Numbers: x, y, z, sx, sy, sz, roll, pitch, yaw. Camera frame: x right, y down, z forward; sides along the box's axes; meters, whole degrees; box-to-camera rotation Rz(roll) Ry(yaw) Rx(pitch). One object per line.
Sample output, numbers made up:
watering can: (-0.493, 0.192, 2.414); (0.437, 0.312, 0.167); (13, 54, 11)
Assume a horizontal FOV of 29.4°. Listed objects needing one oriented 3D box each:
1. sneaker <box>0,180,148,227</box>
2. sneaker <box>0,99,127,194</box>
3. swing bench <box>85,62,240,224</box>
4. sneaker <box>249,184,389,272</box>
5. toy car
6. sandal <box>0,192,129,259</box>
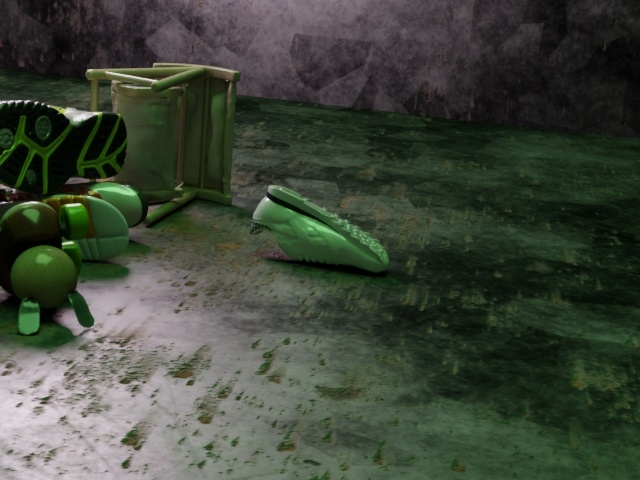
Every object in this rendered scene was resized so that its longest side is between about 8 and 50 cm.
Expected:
sneaker: (-0.427, -0.046, 1.979); (0.270, 0.090, 0.145); (6, 16, 17)
sneaker: (-0.459, -0.148, 1.922); (0.147, 0.145, 0.384); (6, 2, 22)
swing bench: (-0.283, -0.183, 2.199); (0.165, 0.253, 0.254); (14, 18, 30)
sneaker: (0.000, 0.000, 1.966); (0.235, 0.095, 0.090); (29, 7, 13)
toy car: (-0.376, 0.055, 1.636); (0.155, 0.149, 0.188); (-8, 49, -29)
sandal: (-0.426, -0.030, 1.898); (0.265, 0.102, 0.076); (3, 15, 2)
